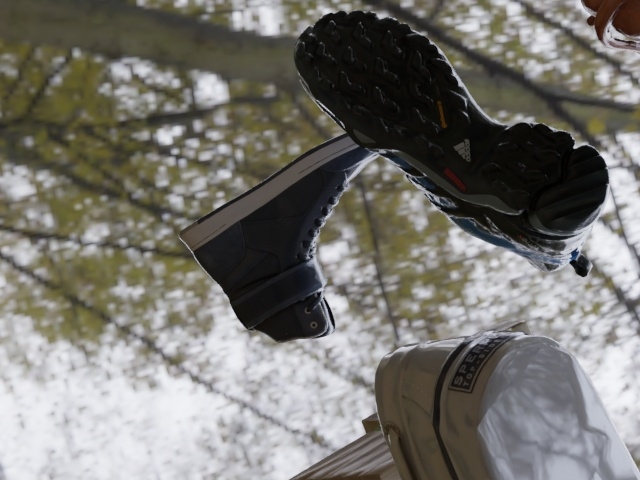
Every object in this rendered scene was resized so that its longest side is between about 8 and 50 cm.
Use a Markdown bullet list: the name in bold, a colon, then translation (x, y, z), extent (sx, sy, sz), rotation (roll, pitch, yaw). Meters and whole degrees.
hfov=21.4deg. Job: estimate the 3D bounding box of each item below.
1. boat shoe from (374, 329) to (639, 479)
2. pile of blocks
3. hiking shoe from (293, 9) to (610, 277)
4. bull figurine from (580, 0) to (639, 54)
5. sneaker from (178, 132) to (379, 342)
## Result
- **boat shoe**: translation (0.103, 0.155, 0.750), extent (0.088, 0.096, 0.267), rotation (0, -51, 51)
- **pile of blocks**: translation (0.116, 0.157, 1.244), extent (0.149, 0.362, 0.112), rotation (-19, -83, 29)
- **hiking shoe**: translation (0.096, -0.073, 1.411), extent (0.304, 0.113, 0.132), rotation (37, -24, 20)
- **bull figurine**: translation (0.313, -0.262, 1.279), extent (0.310, 0.188, 0.101), rotation (-44, -106, 3)
- **sneaker**: translation (0.000, 0.000, 1.633), extent (0.226, 0.086, 0.163), rotation (-33, -91, 9)
